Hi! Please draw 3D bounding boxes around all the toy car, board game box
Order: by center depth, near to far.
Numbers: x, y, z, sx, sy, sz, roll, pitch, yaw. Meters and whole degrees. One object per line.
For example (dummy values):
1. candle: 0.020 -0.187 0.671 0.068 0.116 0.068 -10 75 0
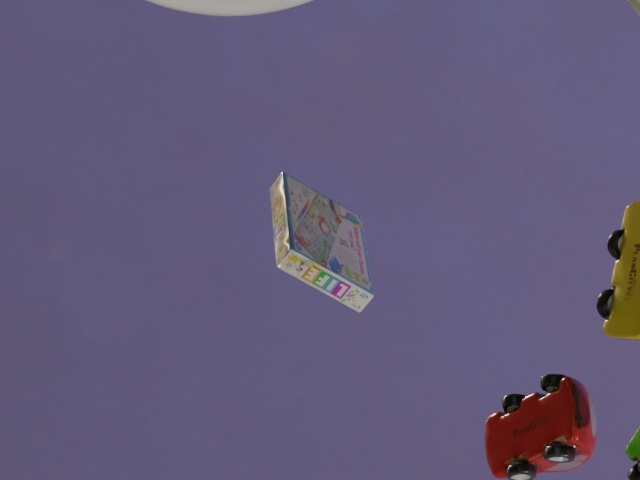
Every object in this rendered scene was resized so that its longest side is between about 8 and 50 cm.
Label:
1. toy car: 0.221 0.118 1.169 0.239 0.053 0.225 -61 -146 22
2. board game box: 0.000 0.000 1.795 0.026 0.103 0.154 -51 -158 24

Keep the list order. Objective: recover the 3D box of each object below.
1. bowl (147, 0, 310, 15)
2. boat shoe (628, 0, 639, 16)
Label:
1. bowl: -0.034 -0.273 0.958 0.298 0.298 0.134 -58 -162 -4
2. boat shoe: 0.326 -0.227 1.587 0.070 0.078 0.219 -56 -148 28
